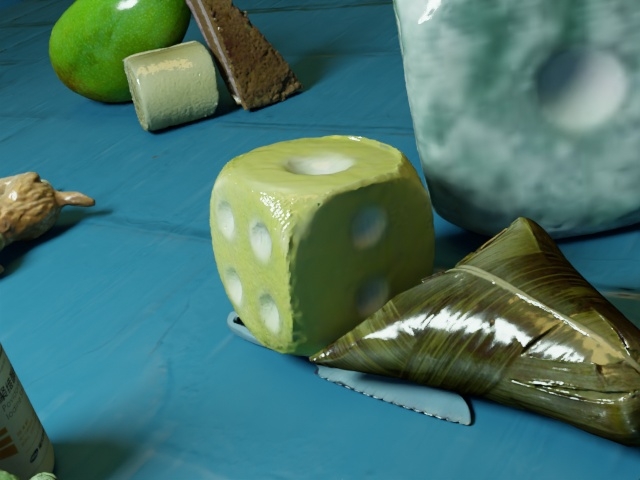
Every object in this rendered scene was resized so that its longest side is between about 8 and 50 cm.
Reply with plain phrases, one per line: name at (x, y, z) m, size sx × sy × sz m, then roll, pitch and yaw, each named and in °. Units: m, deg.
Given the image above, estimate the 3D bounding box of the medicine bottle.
medicine bottle at (-0.316, 0.116, 0.713) m, size 0.114 × 0.252 × 0.114 m, roll -12°, pitch 28°, yaw 6°

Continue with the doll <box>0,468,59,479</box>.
doll at (-0.224, 0.235, 0.663) m, size 0.150 × 0.077 × 0.115 m, roll 17°, pitch 78°, yaw 28°

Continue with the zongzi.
zongzi at (0.135, 0.111, 0.688) m, size 0.241 × 0.111 × 0.247 m, roll -28°, pitch 33°, yaw -3°

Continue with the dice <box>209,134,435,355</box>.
dice at (0.000, 0.000, 0.843) m, size 0.169 × 0.169 × 0.166 m, roll -17°, pitch 27°, yaw -27°

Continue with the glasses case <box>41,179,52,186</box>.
glasses case at (-0.455, -0.067, 1.340) m, size 0.083 × 0.032 × 0.021 m, roll -35°, pitch 31°, yaw -33°

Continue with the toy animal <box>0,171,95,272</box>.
toy animal at (-0.422, -0.017, 1.171) m, size 0.184 × 0.104 × 0.185 m, roll -1°, pitch 25°, yaw 9°

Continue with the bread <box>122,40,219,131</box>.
bread at (-0.260, -0.272, 1.519) m, size 0.141 × 0.133 × 0.148 m, roll -17°, pitch 38°, yaw -13°

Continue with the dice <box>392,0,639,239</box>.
dice at (0.257, -0.219, 0.978) m, size 0.331 × 0.327 × 0.348 m, roll -10°, pitch 29°, yaw 7°

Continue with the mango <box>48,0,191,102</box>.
mango at (-0.371, -0.384, 1.635) m, size 0.382 × 0.225 × 0.201 m, roll -20°, pitch 52°, yaw 47°

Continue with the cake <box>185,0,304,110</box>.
cake at (-0.161, -0.343, 1.481) m, size 0.113 × 0.295 × 0.116 m, roll -44°, pitch 32°, yaw -12°

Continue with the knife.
knife at (0.013, 0.114, 0.816) m, size 0.313 × 0.019 × 0.044 m, roll 14°, pitch 43°, yaw 40°
